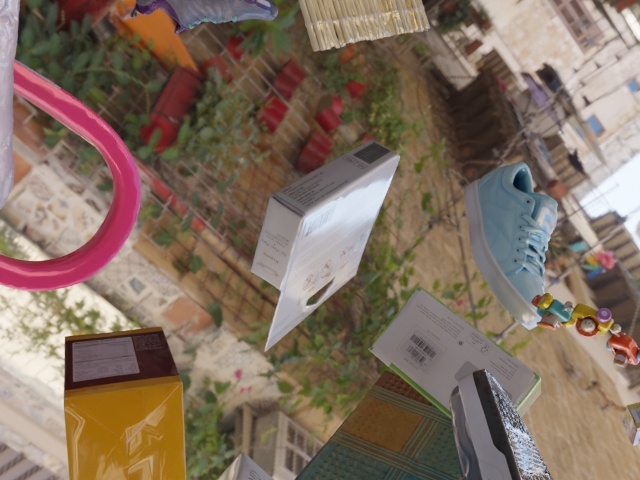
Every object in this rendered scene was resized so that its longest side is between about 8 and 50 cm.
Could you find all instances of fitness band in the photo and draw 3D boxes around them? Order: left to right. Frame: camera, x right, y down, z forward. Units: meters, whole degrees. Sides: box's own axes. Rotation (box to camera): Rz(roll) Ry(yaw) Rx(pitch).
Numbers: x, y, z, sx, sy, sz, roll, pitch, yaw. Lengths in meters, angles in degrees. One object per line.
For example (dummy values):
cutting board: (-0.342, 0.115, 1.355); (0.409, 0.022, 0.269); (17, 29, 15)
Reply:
fitness band: (-0.326, -0.070, 0.702); (0.054, 0.291, 0.209); (21, -101, 54)

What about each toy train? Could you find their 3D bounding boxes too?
toy train: (0.380, 0.136, 0.995); (0.166, 0.125, 0.046); (19, -114, 45)

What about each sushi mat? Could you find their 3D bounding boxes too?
sushi mat: (0.009, -0.345, 0.651); (0.151, 0.317, 0.019); (-22, -170, -29)

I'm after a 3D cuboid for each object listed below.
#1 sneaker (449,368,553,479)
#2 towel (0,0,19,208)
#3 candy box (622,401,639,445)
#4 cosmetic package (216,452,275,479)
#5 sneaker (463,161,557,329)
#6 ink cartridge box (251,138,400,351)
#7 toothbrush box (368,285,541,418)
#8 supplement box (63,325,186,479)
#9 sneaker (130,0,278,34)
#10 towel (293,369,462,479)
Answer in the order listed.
sneaker: (0.089, 0.248, 0.481); (0.178, 0.124, 0.296); (-26, -136, 20)
towel: (-0.240, -0.106, 0.386); (0.317, 0.053, 0.332); (-94, -162, -58)
candy box: (0.690, 0.334, 1.325); (0.186, 0.109, 0.053); (-19, -127, 7)
cosmetic package: (-0.117, 0.684, 1.266); (0.327, 0.393, 0.329); (-48, -179, -1)
sneaker: (0.361, -0.015, 1.242); (0.150, 0.135, 0.366); (-38, -142, 30)
ink cartridge box: (0.000, 0.000, 1.004); (0.275, 0.060, 0.239); (-35, 151, -50)
toothbrush box: (0.215, 0.199, 1.040); (0.206, 0.283, 0.122); (38, -90, 23)
supplement box: (-0.248, 0.234, 0.861); (0.129, 0.191, 0.194); (-4, -166, -19)
sneaker: (-0.181, -0.362, 1.076); (0.083, 0.223, 0.098); (-130, -126, -64)
towel: (0.156, 0.405, 1.306); (0.271, 0.040, 0.370); (19, -145, 26)
